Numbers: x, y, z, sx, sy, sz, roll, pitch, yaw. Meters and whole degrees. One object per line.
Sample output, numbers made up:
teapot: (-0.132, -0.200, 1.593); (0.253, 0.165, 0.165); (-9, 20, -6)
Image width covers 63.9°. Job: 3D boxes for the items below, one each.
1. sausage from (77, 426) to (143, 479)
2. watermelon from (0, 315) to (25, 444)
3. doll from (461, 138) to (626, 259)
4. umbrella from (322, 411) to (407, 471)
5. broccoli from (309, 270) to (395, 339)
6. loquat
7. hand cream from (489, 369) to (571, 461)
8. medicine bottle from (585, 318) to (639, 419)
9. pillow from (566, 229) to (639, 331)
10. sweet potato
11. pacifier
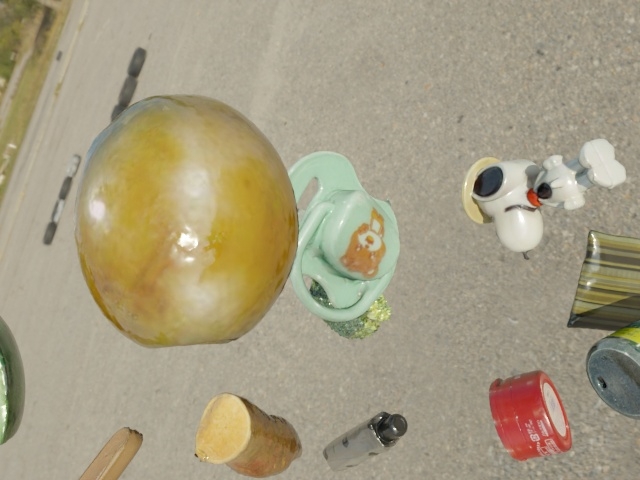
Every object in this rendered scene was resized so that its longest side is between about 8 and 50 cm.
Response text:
sausage: (-0.172, 0.190, 0.372); (0.026, 0.026, 0.116); (-1, 49, 54)
watermelon: (-0.390, 0.111, 0.566); (0.146, 0.129, 0.230); (133, 113, -85)
doll: (0.386, -0.106, 0.929); (0.208, 0.144, 0.271); (61, 146, 25)
umbrella: (0.089, 0.424, 1.075); (0.073, 0.067, 0.337); (48, 143, 13)
broccoli: (0.129, 0.197, 1.677); (0.302, 0.375, 0.249); (-20, 43, 1)
loquat: (-0.110, -0.021, 0.435); (0.179, 0.179, 0.227); (-27, 62, 45)
hand cream: (0.494, 0.410, 1.208); (0.126, 0.193, 0.193); (-24, 53, 29)
medicine bottle: (0.615, 0.191, 0.890); (0.141, 0.294, 0.141); (47, 146, 47)
pillow: (0.630, 0.091, 1.076); (0.052, 0.208, 0.212); (-134, 53, -76)
sweet potato: (-0.110, 0.410, 1.024); (0.131, 0.336, 0.131); (-15, 52, 21)
pacifier: (0.000, 0.000, 0.993); (0.269, 0.343, 0.288); (2, 57, 49)
